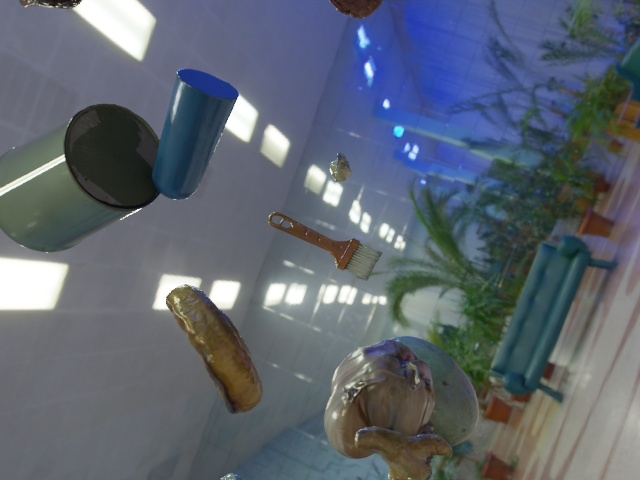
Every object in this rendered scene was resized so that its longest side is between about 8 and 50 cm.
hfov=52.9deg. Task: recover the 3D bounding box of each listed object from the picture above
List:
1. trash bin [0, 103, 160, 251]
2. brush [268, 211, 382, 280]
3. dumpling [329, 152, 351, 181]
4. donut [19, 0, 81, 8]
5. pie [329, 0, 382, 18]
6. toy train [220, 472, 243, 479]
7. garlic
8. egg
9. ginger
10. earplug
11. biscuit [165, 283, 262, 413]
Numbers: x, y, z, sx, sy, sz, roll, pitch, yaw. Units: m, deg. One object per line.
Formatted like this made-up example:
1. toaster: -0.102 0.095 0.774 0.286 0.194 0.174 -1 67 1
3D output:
1. trash bin: -0.585 -0.137 1.519 0.280 0.431 0.281 16 -113 -44
2. brush: 0.000 0.000 1.646 0.090 0.314 0.017 -59 -17 -17
3. dumpling: 0.050 -0.171 1.500 0.076 0.052 0.057 -24 -37 -37
4. donut: -0.511 -0.495 1.227 0.186 0.126 0.144 -34 63 54
5. pie: 0.067 -0.533 1.326 0.038 0.153 0.154 7 73 66
6. toy train: -0.072 0.302 0.584 0.127 0.089 0.219 -52 23 -10
7. garlic: 0.126 0.264 0.996 0.207 0.207 0.256 -65 19 -17
8. egg: 0.195 0.287 1.229 0.169 0.236 0.169 -39 -17 -14
9. ginger: 0.077 0.206 0.617 0.030 0.097 0.048 120 158 -72
10. earplug: -0.280 -0.209 1.365 0.273 0.132 0.132 -64 -10 25
11. biscuit: -0.181 0.213 1.197 0.091 0.213 0.274 -30 -48 -17
